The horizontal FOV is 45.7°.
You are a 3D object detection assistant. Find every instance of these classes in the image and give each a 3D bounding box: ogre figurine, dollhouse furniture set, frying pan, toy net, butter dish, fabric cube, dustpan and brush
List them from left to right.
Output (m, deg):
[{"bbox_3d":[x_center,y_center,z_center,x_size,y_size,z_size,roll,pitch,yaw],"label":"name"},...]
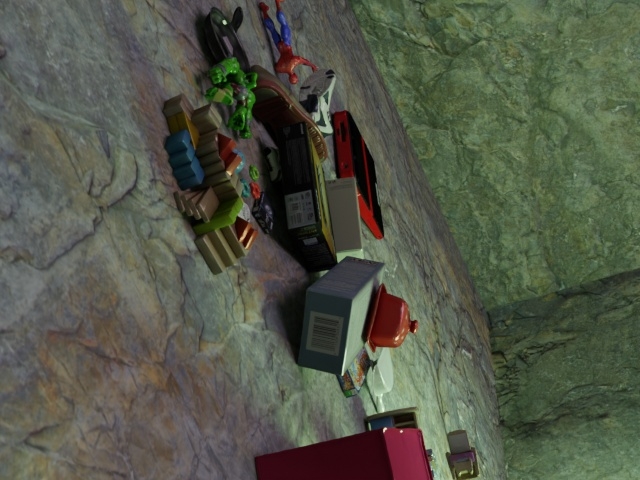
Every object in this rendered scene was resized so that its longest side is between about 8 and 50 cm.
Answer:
[{"bbox_3d":[-0.237,-0.521,1.873,0.197,0.053,0.326,48,23,-54],"label":"frying pan"},{"bbox_3d":[-0.196,-0.339,1.747,0.197,0.097,0.118,44,42,-32],"label":"ogre figurine"},{"bbox_3d":[-0.178,-0.097,1.645,0.122,0.045,0.232,53,27,-47],"label":"toy net"},{"bbox_3d":[0.066,0.500,1.414,0.259,0.258,0.254,33,41,-62],"label":"fabric cube"},{"bbox_3d":[0.165,0.392,2.074,0.147,0.060,0.211,-53,131,-66],"label":"dustpan and brush"},{"bbox_3d":[0.184,0.203,1.880,0.160,0.118,0.159,64,40,-69],"label":"butter dish"},{"bbox_3d":[0.219,0.477,1.826,0.303,0.287,0.198,61,18,-62],"label":"dollhouse furniture set"}]

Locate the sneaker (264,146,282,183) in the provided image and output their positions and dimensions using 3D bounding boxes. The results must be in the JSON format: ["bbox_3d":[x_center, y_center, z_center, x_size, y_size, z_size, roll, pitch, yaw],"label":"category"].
[{"bbox_3d":[-0.123,-0.190,1.910,0.044,0.040,0.109,23,46,-41],"label":"sneaker"}]

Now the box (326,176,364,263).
[{"bbox_3d":[0.069,-0.044,2.174,0.113,0.094,0.275,78,7,-50],"label":"box"}]

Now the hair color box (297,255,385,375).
[{"bbox_3d":[0.059,0.170,1.840,0.374,0.114,0.185,-32,131,-71],"label":"hair color box"}]

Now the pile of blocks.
[{"bbox_3d":[-0.207,-0.122,1.471,0.361,0.113,0.149,71,18,1],"label":"pile of blocks"}]

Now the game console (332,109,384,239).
[{"bbox_3d":[0.135,-0.237,2.672,0.342,0.060,0.386,57,23,-50],"label":"game console"}]

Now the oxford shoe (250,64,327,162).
[{"bbox_3d":[-0.082,-0.334,2.030,0.348,0.123,0.130,52,21,-47],"label":"oxford shoe"}]

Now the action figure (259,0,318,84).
[{"bbox_3d":[-0.092,-0.583,2.277,0.139,0.092,0.280,16,57,-58],"label":"action figure"}]

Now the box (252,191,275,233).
[{"bbox_3d":[-0.132,-0.065,1.777,0.067,0.018,0.083,59,22,-31],"label":"box"}]

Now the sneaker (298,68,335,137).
[{"bbox_3d":[-0.006,-0.384,2.266,0.153,0.094,0.234,61,41,-60],"label":"sneaker"}]

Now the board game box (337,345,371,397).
[{"bbox_3d":[0.079,0.307,1.988,0.201,0.035,0.136,-48,117,-70],"label":"board game box"}]

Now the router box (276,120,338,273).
[{"bbox_3d":[-0.032,-0.107,1.928,0.243,0.081,0.308,66,14,-60],"label":"router box"}]
